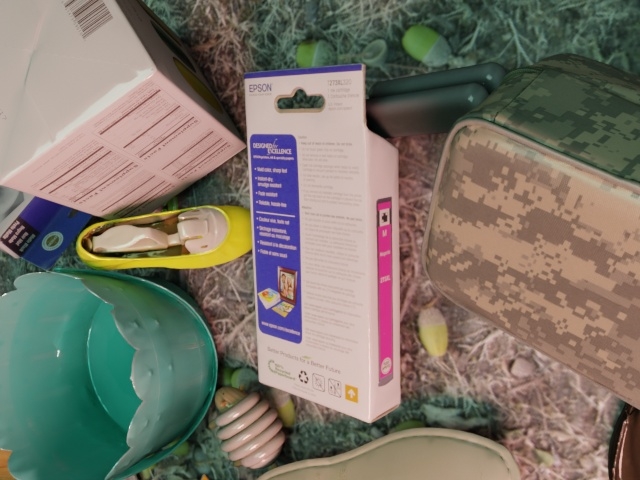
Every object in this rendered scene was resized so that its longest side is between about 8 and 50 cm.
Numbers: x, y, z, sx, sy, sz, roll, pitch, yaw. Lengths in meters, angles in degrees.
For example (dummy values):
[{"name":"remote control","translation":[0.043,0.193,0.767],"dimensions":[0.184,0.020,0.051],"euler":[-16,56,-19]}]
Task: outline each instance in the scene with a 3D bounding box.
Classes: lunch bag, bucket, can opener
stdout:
[{"name":"lunch bag","translation":[0.276,-0.027,0.558],"dimensions":[0.305,0.256,0.212],"euler":[29,141,25]},{"name":"bucket","translation":[-0.281,0.170,0.871],"dimensions":[0.281,0.183,0.281],"euler":[1,92,26]},{"name":"can opener","translation":[0.076,-0.128,0.718],"dimensions":[0.280,0.074,0.093],"euler":[-2,130,50]}]

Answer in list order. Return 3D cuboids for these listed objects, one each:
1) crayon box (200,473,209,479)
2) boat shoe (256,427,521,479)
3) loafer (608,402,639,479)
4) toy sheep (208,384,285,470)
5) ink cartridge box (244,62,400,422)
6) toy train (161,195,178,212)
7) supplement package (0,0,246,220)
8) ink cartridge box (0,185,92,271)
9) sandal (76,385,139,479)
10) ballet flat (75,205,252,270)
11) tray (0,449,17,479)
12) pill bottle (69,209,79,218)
[{"name":"crayon box","translation":[-0.119,0.436,0.708],"dimensions":[0.083,0.203,0.323],"euler":[-12,117,26]},{"name":"boat shoe","translation":[0.072,0.293,0.746],"dimensions":[0.324,0.096,0.116],"euler":[-19,42,22]},{"name":"loafer","translation":[0.318,0.177,0.629],"dimensions":[0.080,0.078,0.220],"euler":[9,95,26]},{"name":"toy sheep","translation":[-0.087,0.239,0.833],"dimensions":[0.091,0.091,0.132],"euler":[-37,89,22]},{"name":"ink cartridge box","translation":[0.000,0.000,0.738],"dimensions":[0.176,0.069,0.370],"euler":[9,108,42]},{"name":"toy train","translation":[-0.205,-0.031,0.921],"dimensions":[0.024,0.017,0.083],"euler":[-3,90,17]},{"name":"supplement package","translation":[-0.253,-0.167,0.782],"dimensions":[0.198,0.263,0.199],"euler":[-34,76,6]},{"name":"ink cartridge box","translation":[-0.401,-0.088,0.939],"dimensions":[0.224,0.045,0.223],"euler":[19,64,24]},{"name":"sandal","translation":[-0.356,0.308,0.966],"dimensions":[0.102,0.076,0.265],"euler":[-41,76,24]},{"name":"ballet flat","translation":[-0.185,-0.004,0.821],"dimensions":[0.231,0.077,0.077],"euler":[-7,77,-4]},{"name":"tray","translation":[-0.602,0.342,1.096],"dimensions":[0.411,0.076,0.202],"euler":[-10,87,27]},{"name":"pill bottle","translation":[-0.398,-0.061,0.990],"dimensions":[0.116,0.065,0.065],"euler":[20,100,25]}]
